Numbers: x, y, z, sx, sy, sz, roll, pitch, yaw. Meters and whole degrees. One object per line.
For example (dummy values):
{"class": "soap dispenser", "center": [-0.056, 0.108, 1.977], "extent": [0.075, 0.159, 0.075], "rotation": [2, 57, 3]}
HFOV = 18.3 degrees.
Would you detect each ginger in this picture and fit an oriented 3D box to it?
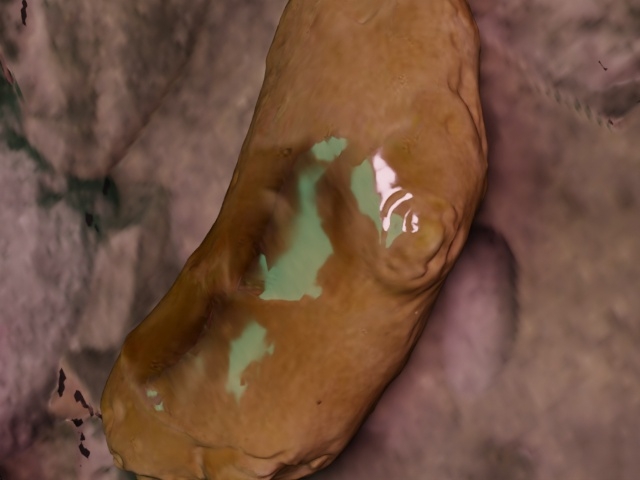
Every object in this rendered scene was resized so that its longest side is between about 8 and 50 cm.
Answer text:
{"class": "ginger", "center": [-0.002, -0.001, 0.583], "extent": [0.095, 0.069, 0.190], "rotation": [37, 106, 29]}

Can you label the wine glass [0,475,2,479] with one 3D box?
{"class": "wine glass", "center": [-0.124, 0.103, 0.665], "extent": [0.072, 0.072, 0.155], "rotation": [-31, 68, 30]}
